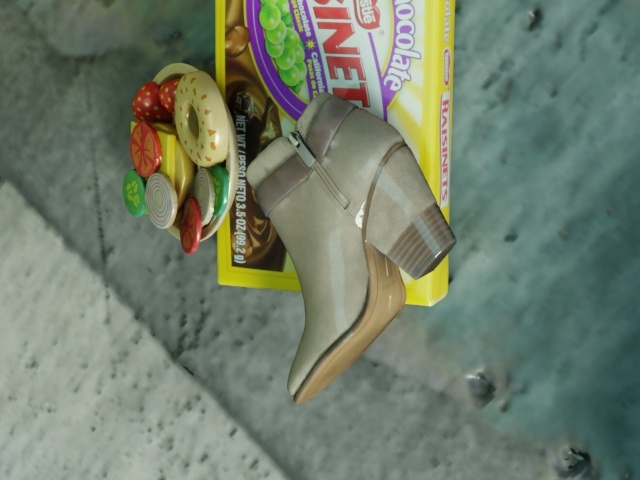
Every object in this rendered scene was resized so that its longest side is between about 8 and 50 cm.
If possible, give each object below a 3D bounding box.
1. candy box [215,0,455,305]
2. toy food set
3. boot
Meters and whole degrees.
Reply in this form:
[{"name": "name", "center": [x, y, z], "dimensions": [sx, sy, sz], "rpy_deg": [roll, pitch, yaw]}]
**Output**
[{"name": "candy box", "center": [0.005, -0.078, 0.642], "dimensions": [0.105, 0.027, 0.205], "rpy_deg": [4, 103, 20]}, {"name": "toy food set", "center": [-0.062, -0.037, 0.662], "dimensions": [0.083, 0.020, 0.082], "rpy_deg": [21, 113, 51]}, {"name": "boot", "center": [0.000, 0.000, 0.627], "dimensions": [0.087, 0.042, 0.118], "rpy_deg": [46, 113, 13]}]
